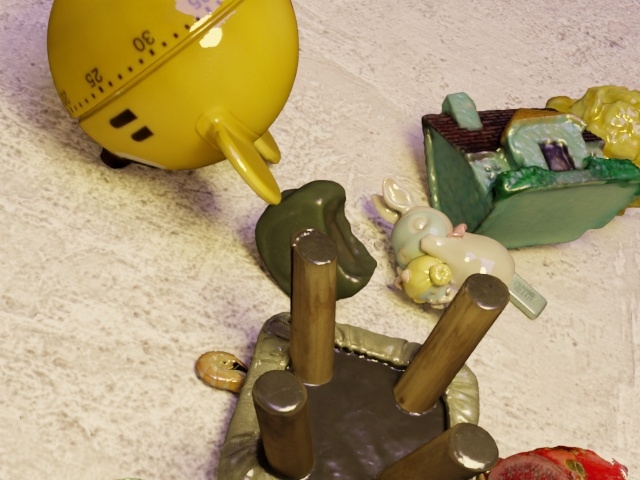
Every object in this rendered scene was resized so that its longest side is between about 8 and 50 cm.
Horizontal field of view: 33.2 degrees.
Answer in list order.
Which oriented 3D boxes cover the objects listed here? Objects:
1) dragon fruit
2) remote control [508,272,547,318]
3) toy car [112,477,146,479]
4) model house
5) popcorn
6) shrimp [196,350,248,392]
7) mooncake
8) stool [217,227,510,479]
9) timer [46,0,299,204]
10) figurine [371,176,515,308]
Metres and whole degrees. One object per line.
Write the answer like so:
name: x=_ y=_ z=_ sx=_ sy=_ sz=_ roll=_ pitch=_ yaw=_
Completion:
dragon fruit: x=0.320 y=0.367 z=1.341 sx=0.147 sy=0.211 sz=0.282 roll=-4 pitch=36 yaw=-42
remote control: x=0.305 y=0.072 z=1.706 sx=0.124 sy=0.018 sz=0.053 roll=42 pitch=46 yaw=6
toy car: x=-0.207 y=0.322 z=1.186 sx=0.059 sy=0.035 sz=0.122 roll=1 pitch=63 yaw=-30
model house: x=0.327 y=-0.142 z=1.706 sx=0.280 sy=0.230 sz=0.249 roll=-6 pitch=66 yaw=-21
popcorn: x=0.492 y=-0.153 z=1.875 sx=0.259 sy=0.259 sz=0.212 roll=10 pitch=65 yaw=-24
shrimp: x=-0.108 y=0.170 z=1.379 sx=0.108 sy=0.023 sz=0.059 roll=19 pitch=39 yaw=-18
mooncake: x=0.000 y=0.000 z=1.482 sx=0.168 sy=0.175 sz=0.104 roll=24 pitch=39 yaw=25
stool: x=0.063 y=0.181 z=1.267 sx=0.310 sy=0.226 sz=0.310 roll=16 pitch=49 yaw=-3
timer: x=-0.176 y=-0.226 z=1.463 sx=0.387 sy=0.376 sz=0.376 roll=54 pitch=42 yaw=-17
figurine: x=0.162 y=0.021 z=1.593 sx=0.235 sy=0.127 sz=0.155 roll=32 pitch=65 yaw=-2
